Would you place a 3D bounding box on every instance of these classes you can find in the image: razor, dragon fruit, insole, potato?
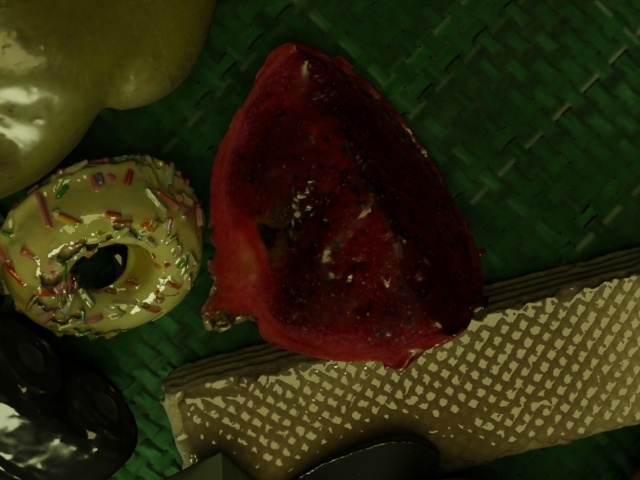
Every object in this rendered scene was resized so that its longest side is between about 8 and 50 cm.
[{"bbox_3d":[-0.313,0.196,1.330,0.327,0.107,0.189,-38,124,15],"label":"razor"},{"bbox_3d":[0.000,0.000,1.302,0.211,0.134,0.262,-30,75,23],"label":"dragon fruit"},{"bbox_3d":[-0.021,0.247,1.353,0.110,0.012,0.309,26,125,-28],"label":"insole"},{"bbox_3d":[-0.236,-0.144,1.217,0.351,0.218,0.202,-26,129,7],"label":"potato"}]

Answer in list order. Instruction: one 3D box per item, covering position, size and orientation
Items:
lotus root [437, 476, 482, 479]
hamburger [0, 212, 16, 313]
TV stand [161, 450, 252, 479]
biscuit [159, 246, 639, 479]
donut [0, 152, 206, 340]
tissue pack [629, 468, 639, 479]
[{"bbox_3d":[0.114,0.272,1.314,0.146,0.130,0.303,-10,144,7],"label":"lotus root"},{"bbox_3d":[-0.305,0.029,1.332,0.133,0.062,0.140,42,102,-8],"label":"hamburger"},{"bbox_3d":[-0.033,0.284,1.318,0.083,0.088,0.269,-28,128,18],"label":"TV stand"},{"bbox_3d":[0.091,0.121,1.345,0.426,0.078,0.144,-14,104,4],"label":"biscuit"},{"bbox_3d":[-0.165,0.011,1.287,0.175,0.068,0.174,-15,142,-12],"label":"donut"},{"bbox_3d":[0.410,0.226,1.244,0.228,0.293,0.382,33,105,-35],"label":"tissue pack"}]
